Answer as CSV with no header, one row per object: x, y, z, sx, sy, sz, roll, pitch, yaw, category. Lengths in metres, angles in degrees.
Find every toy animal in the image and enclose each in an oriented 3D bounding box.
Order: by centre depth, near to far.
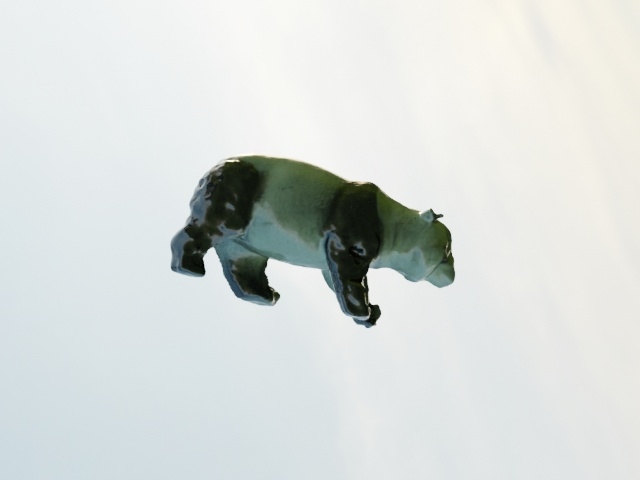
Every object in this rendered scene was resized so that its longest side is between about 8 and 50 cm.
0.000,0.000,0.928,0.094,0.225,0.121,71,-146,-78,toy animal
